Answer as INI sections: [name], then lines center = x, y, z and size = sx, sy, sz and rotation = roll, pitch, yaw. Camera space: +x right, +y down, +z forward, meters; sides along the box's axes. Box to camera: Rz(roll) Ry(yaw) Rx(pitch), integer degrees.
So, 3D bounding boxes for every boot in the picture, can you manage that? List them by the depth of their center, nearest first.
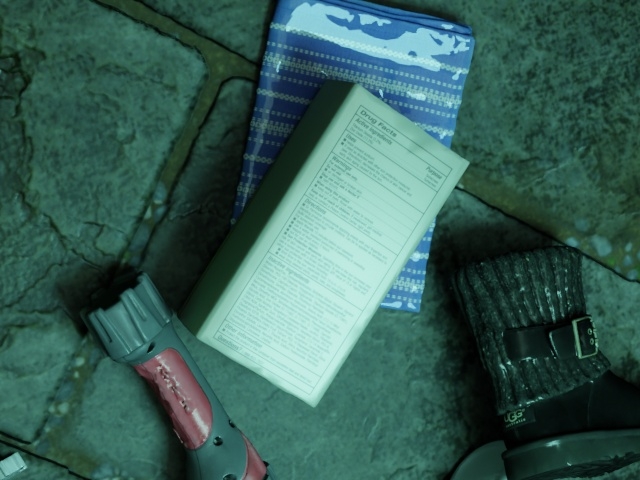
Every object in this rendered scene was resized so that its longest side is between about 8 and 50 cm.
[boot]
center = 0.306, 0.138, 1.600
size = 0.348, 0.131, 0.260
rotation = 6, 64, -48

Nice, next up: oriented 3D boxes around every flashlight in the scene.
[flashlight]
center = -0.149, 0.183, 1.453
size = 0.103, 0.103, 0.304
rotation = -36, 109, -17

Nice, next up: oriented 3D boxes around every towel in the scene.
[towel]
center = 0.036, -0.097, 1.518
size = 0.243, 0.040, 0.336
rotation = 10, 94, -20

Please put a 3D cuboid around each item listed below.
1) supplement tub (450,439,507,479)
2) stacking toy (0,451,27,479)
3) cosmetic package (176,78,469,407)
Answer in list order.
[supplement tub]
center = 0.245, 0.335, 1.608
size = 0.190, 0.117, 0.117
rotation = 45, 81, -18
[stacking toy]
center = -0.352, 0.343, 1.396
size = 0.221, 0.052, 0.167
rotation = -33, 83, -12
[cosmetic package]
center = 0.000, 0.000, 1.450
size = 0.160, 0.113, 0.309
rotation = 34, 87, -19
